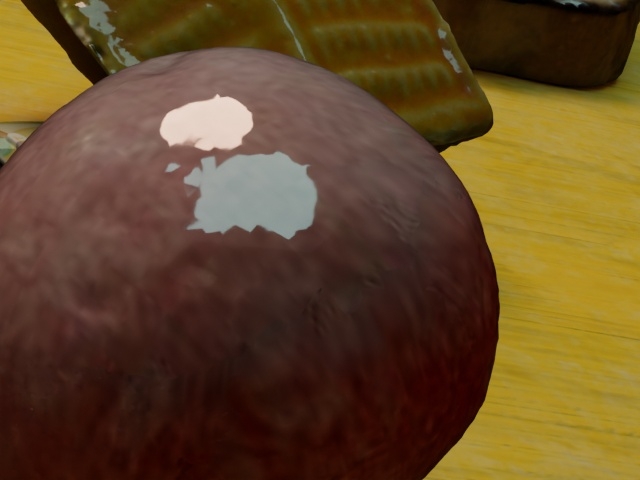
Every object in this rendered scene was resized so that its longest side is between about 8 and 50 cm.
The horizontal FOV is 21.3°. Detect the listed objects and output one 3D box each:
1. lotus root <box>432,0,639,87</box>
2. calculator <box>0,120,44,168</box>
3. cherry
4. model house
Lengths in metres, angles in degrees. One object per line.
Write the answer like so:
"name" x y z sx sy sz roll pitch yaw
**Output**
"lotus root" 0.095 -0.253 1.457 0.390 0.111 0.375 33 32 22
"calculator" -0.136 -0.023 0.967 0.237 0.033 0.157 -7 34 -44
"cherry" -0.051 0.025 0.730 0.239 0.206 0.239 24 28 -14
"model house" -0.037 -0.105 1.031 0.268 0.173 0.239 -9 39 -33
